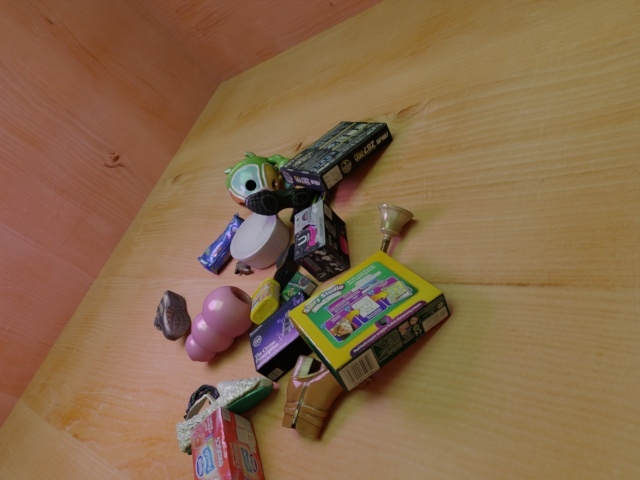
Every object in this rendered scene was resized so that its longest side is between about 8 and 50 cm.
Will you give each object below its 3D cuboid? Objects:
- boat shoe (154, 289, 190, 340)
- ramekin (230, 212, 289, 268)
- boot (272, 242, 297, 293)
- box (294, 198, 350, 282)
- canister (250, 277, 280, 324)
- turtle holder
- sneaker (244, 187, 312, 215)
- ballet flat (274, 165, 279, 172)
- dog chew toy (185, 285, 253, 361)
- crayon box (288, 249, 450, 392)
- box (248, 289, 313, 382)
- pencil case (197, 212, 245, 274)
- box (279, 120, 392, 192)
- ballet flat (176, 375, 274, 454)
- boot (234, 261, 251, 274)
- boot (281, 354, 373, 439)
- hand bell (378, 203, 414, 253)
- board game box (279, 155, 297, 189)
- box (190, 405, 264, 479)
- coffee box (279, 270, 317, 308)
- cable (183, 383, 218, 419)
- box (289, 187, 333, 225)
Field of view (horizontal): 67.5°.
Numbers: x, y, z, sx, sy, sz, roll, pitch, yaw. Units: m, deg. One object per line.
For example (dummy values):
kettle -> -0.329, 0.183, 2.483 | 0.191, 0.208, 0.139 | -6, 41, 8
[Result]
boat shoe -> -0.695, 0.370, 2.222 | 0.130, 0.132, 0.355 | -54, 25, 9
ramekin -> -0.252, 0.001, 2.078 | 0.273, 0.127, 0.273 | -29, 39, 26
boot -> -0.142, 0.115, 1.921 | 0.219, 0.082, 0.106 | -64, 14, -11
box -> 0.000, 0.000, 1.774 | 0.142, 0.163, 0.247 | -29, 39, 22
canister -> -0.204, 0.226, 1.774 | 0.126, 0.073, 0.170 | -50, 15, 11
turtle holder -> -0.290, -0.279, 2.331 | 0.320, 0.243, 0.227 | -18, 48, -15
sneaker -> -0.186, -0.168, 2.028 | 0.130, 0.286, 0.109 | -159, 65, -64
ballet flat -> -0.289, -0.363, 2.523 | 0.213, 0.072, 0.068 | -13, 18, 37
dog chew toy -> -0.404, 0.339, 1.869 | 0.332, 0.206, 0.206 | -52, 34, 10
crayon box -> 0.130, 0.215, 1.394 | 0.363, 0.106, 0.313 | -33, 31, -13
box -> -0.111, 0.325, 1.642 | 0.261, 0.103, 0.184 | -41, 33, 10
pencil case -> -0.451, 0.018, 2.279 | 0.306, 0.119, 0.133 | -50, 12, 0
box -> 0.061, -0.367, 2.031 | 0.395, 0.097, 0.318 | -41, 33, -20
ballet flat -> -0.342, 0.557, 1.608 | 0.409, 0.147, 0.147 | -41, 35, 10
boot -> -0.337, 0.111, 2.141 | 0.118, 0.042, 0.087 | -5, 46, 38
boot -> 0.009, 0.460, 1.384 | 0.283, 0.109, 0.220 | 1, 65, 35
hand bell -> 0.220, 0.012, 1.609 | 0.126, 0.126, 0.242 | 7, 75, 50
board game box -> -0.132, -0.330, 2.353 | 0.126, 0.026, 0.186 | -40, 36, 12
box -> -0.278, 0.679, 1.436 | 0.142, 0.154, 0.300 | -42, 37, 9
coffee box -> -0.103, 0.213, 1.789 | 0.184, 0.040, 0.113 | -53, 35, -6
cable -> -0.427, 0.610, 1.763 | 0.184, 0.047, 0.151 | -3, 50, 49
box -> -0.035, -0.169, 2.080 | 0.184, 0.045, 0.191 | -15, 46, 35
